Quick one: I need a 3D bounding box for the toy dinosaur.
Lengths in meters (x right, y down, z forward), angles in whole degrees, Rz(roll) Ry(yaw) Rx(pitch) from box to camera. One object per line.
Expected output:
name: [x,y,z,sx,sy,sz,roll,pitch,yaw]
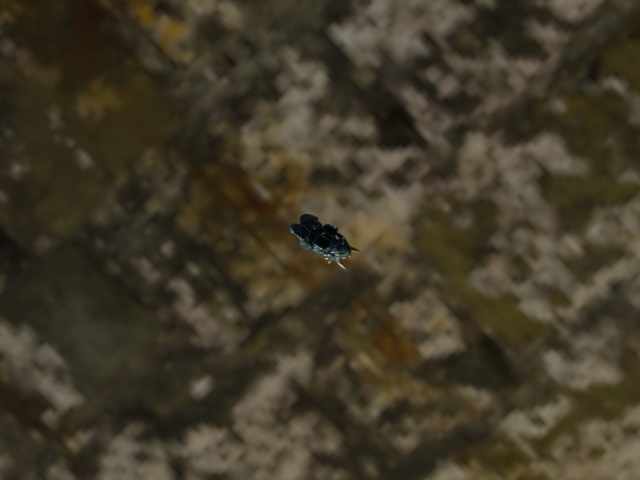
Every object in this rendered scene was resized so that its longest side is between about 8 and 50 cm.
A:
toy dinosaur: [0.000,0.000,2.103,0.030,0.083,0.047,-56,-21,-17]
